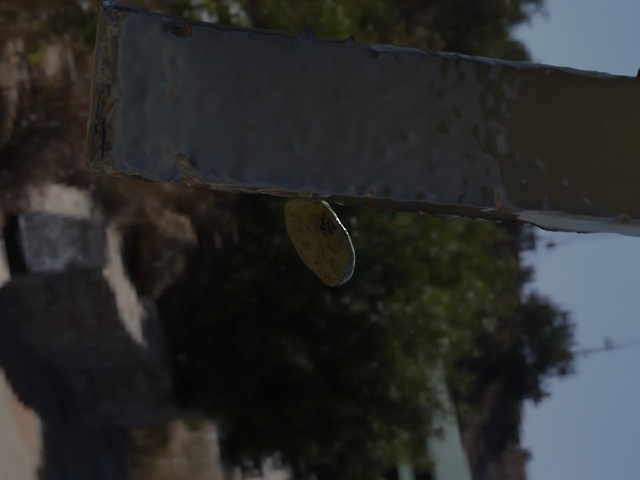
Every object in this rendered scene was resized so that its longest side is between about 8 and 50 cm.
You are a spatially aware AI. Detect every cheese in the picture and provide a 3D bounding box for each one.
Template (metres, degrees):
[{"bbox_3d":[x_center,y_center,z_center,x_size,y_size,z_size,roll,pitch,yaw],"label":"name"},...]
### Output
[{"bbox_3d":[0.093,-0.046,0.696,0.034,0.400,0.085,137,-41,-73],"label":"cheese"}]

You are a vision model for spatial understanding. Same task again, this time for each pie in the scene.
[{"bbox_3d":[0.000,0.000,1.240,0.085,0.017,0.085,38,-34,33],"label":"pie"}]
